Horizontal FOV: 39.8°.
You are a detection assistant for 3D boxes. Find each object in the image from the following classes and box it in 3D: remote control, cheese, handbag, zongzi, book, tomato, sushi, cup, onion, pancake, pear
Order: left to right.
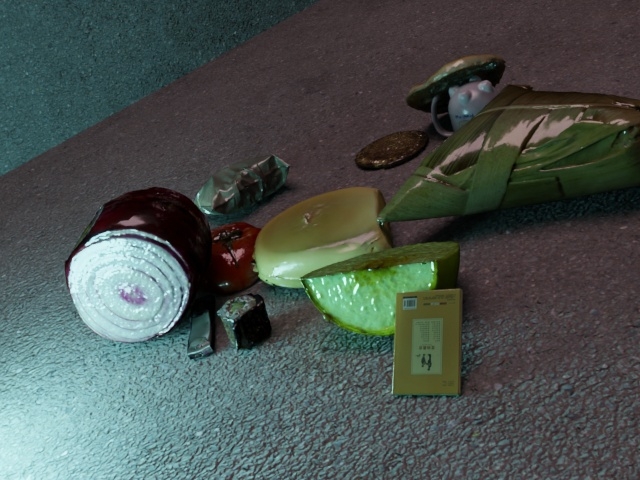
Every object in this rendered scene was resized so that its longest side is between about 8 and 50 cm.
[{"bbox_3d":[-0.380,0.032,1.878,0.281,0.337,0.260,22,33,-11],"label":"onion"},{"bbox_3d":[-0.246,0.176,1.836,0.059,0.028,0.212,-19,27,3],"label":"remote control"},{"bbox_3d":[-0.209,0.024,2.015,0.228,0.101,0.228,-15,25,7],"label":"tomato"},{"bbox_3d":[-0.198,-0.143,2.295,0.270,0.117,0.182,-33,15,-20],"label":"handbag"},{"bbox_3d":[-0.144,0.160,1.732,0.094,0.084,0.098,-27,32,-19],"label":"sushi"},{"bbox_3d":[0.000,0.000,1.873,0.315,0.128,0.259,-17,29,13],"label":"cheese"},{"bbox_3d":[0.184,-0.236,2.286,0.199,0.021,0.199,-17,27,9],"label":"pancake"},{"bbox_3d":[0.143,0.078,1.628,0.288,0.139,0.239,-9,15,30],"label":"pear"},{"bbox_3d":[0.174,0.166,1.443,0.118,0.012,0.172,-5,72,30],"label":"book"},{"bbox_3d":[0.349,-0.393,2.250,0.282,0.049,0.282,-18,-13,-4],"label":"pancake"},{"bbox_3d":[0.369,-0.322,2.175,0.134,0.142,0.173,-33,28,-19],"label":"cup"},{"bbox_3d":[0.420,-0.113,1.691,0.467,0.218,0.500,-42,30,-23],"label":"zongzi"}]
